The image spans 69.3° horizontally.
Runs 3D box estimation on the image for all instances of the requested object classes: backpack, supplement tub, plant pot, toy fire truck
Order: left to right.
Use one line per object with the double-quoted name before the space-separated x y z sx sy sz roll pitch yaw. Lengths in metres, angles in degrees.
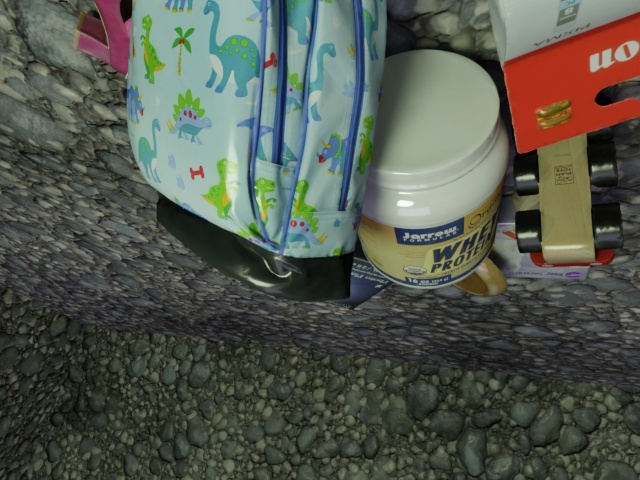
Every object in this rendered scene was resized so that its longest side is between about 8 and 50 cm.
"backpack" -0.068 -0.154 0.481 0.273 0.356 0.290 12 -166 -48
"supplement tub" 0.146 -0.084 0.676 0.228 0.229 0.316 3 154 17
"plant pot" 0.283 0.049 0.988 0.236 0.032 0.236 39 171 7
"toy fire truck" 0.347 -0.060 0.687 0.158 0.217 0.246 -5 165 32

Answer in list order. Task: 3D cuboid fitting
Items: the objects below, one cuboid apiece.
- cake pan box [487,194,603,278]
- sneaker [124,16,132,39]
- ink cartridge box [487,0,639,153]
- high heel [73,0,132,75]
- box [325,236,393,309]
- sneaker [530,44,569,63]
"cake pan box" 0.410 -0.001 0.929 0.266 0.070 0.246 1 155 22
"sneaker" -0.155 -0.231 0.636 0.111 0.103 0.252 -35 159 12
"ink cartridge box" 0.305 -0.224 0.380 0.307 0.091 0.385 -16 140 19
"high heel" -0.234 -0.293 0.585 0.117 0.082 0.244 14 152 -30
"box" 0.000 0.000 0.969 0.296 0.183 0.294 17 155 -10
"sneaker" 0.253 -0.241 0.483 0.069 0.082 0.209 8 153 10
